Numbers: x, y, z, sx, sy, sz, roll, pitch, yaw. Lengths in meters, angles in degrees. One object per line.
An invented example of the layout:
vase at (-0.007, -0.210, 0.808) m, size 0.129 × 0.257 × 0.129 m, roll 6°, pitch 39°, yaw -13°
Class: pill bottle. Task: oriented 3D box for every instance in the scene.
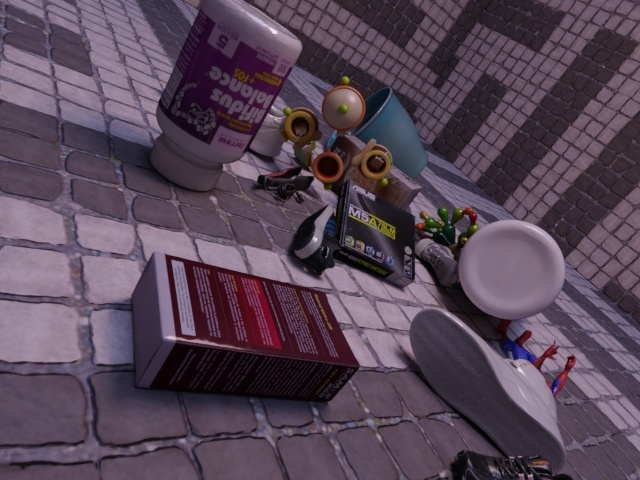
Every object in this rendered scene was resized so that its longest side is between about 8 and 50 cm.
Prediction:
pill bottle at (-0.172, -0.239, 0.793) m, size 0.169 × 0.302 × 0.169 m, roll 28°, pitch 23°, yaw -13°
pill bottle at (0.454, 0.070, 1.123) m, size 0.210 × 0.210 × 0.363 m, roll 43°, pitch 12°, yaw 19°

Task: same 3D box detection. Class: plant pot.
plant pot at (0.202, -0.304, 1.523) m, size 0.255 × 0.271 × 0.272 m, roll 43°, pitch 19°, yaw -20°

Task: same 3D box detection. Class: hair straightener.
hair straightener at (-0.065, -0.125, 1.039) m, size 0.089 × 0.047 × 0.230 m, roll 40°, pitch 18°, yaw 11°

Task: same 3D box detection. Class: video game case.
video game case at (0.346, -0.028, 1.452) m, size 0.157 × 0.019 × 0.143 m, roll 31°, pitch 23°, yaw -9°

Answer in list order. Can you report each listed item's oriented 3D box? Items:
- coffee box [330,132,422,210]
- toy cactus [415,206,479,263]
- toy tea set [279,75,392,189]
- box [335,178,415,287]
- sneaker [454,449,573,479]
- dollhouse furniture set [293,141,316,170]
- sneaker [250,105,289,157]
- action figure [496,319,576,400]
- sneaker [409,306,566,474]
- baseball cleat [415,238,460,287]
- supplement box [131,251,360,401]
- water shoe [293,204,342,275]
coffee box at (0.124, -0.158, 1.250) m, size 0.246 × 0.141 × 0.098 m, roll 40°, pitch 24°, yaw 16°
toy cactus at (0.351, -0.002, 1.268) m, size 0.112 × 0.218 × 0.181 m, roll -31°, pitch 105°, yaw -32°
toy tea set at (0.059, -0.190, 1.069) m, size 0.336 × 0.200 × 0.124 m, roll 55°, pitch 10°, yaw -13°
box at (0.118, -0.016, 0.998) m, size 0.190 × 0.045 × 0.184 m, roll 27°, pitch 51°, yaw -19°
sneaker at (0.255, 0.302, 0.603) m, size 0.178 × 0.077 × 0.072 m, roll 25°, pitch 23°, yaw -19°
dollhouse furniture set at (-0.058, -0.242, 1.232) m, size 0.058 × 0.152 × 0.076 m, roll -38°, pitch 63°, yaw -25°
sneaker at (-0.205, -0.332, 1.128) m, size 0.305 × 0.152 × 0.114 m, roll 28°, pitch 28°, yaw -12°
action figure at (0.440, 0.227, 0.938) m, size 0.091 × 0.139 × 0.280 m, roll 32°, pitch 25°, yaw -3°
sneaker at (0.270, 0.217, 0.771) m, size 0.293 × 0.108 × 0.169 m, roll 50°, pitch 24°, yaw 10°
baseball cleat at (0.283, 0.053, 1.162) m, size 0.109 × 0.072 × 0.206 m, roll 27°, pitch 14°, yaw 1°
supplement box at (-0.083, 0.104, 0.537) m, size 0.239 × 0.073 × 0.130 m, roll 17°, pitch 29°, yaw -33°
water shoe at (0.000, 0.000, 0.886) m, size 0.080 × 0.072 × 0.203 m, roll 53°, pitch 24°, yaw -13°
